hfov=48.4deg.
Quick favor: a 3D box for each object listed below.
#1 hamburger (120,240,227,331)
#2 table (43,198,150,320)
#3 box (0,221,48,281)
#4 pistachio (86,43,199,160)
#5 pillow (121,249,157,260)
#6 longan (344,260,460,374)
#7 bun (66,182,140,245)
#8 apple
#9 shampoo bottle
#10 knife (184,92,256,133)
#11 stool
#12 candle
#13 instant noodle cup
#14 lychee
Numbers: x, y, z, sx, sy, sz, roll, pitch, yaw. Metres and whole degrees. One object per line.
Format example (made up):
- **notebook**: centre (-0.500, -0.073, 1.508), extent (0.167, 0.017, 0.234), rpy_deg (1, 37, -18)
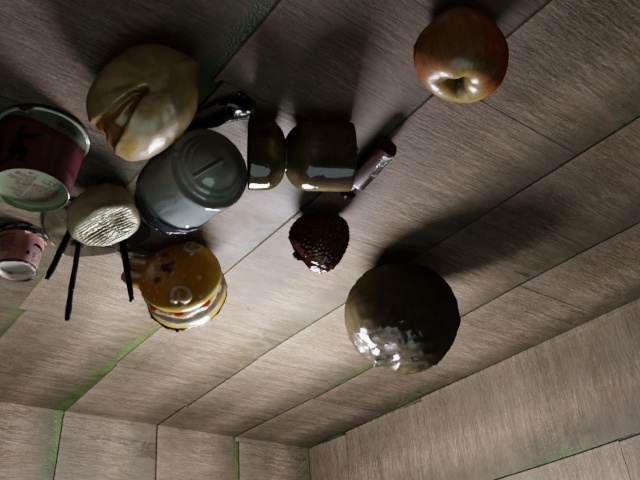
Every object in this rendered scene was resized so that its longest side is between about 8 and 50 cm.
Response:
- **hamburger**: centre (-0.453, 0.125, 2.225), extent (0.302, 0.261, 0.186), rpy_deg (12, 147, 17)
- **table**: centre (-0.667, 0.068, 2.096), extent (0.317, 0.249, 0.317), rpy_deg (-3, 148, -2)
- **box**: centre (-0.903, 0.039, 2.132), extent (0.151, 0.135, 0.151), rpy_deg (-4, 148, -3)
- **pistachio**: centre (-0.389, -0.307, 1.583), extent (0.230, 0.230, 0.309), rpy_deg (19, 145, -33)
- **pillow**: centre (-0.573, 0.090, 2.344), extent (0.130, 0.033, 0.217), rpy_deg (-5, 148, -4)
- **longan**: centre (0.270, 0.260, 2.399), extent (0.391, 0.391, 0.391), rpy_deg (-3, 148, -2)
- **bun**: centre (-0.607, -0.075, 1.973), extent (0.193, 0.128, 0.178), rpy_deg (-28, 144, -7)
- **apple**: centre (0.304, -0.404, 1.552), extent (0.209, 0.164, 0.209), rpy_deg (6, 153, 3)
- **shampoo bottle**: centre (0.125, -0.191, 1.957), extent (0.068, 0.067, 0.236), rpy_deg (22, 141, -20)
- **knife**: centre (-0.325, -0.275, 1.788), extent (0.365, 0.043, 0.089), rpy_deg (-19, 143, 23)
- **stool**: centre (-0.050, -0.213, 1.793), extent (0.264, 0.179, 0.179), rpy_deg (0, 148, -8)
- **candle**: centre (-0.311, -0.150, 1.771), extent (0.221, 0.221, 0.342), rpy_deg (19, 156, -32)
- **instant noodle cup**: centre (-0.699, -0.191, 1.750), extent (0.234, 0.178, 0.235), rpy_deg (-1, 147, -1)
- **lychee**: centre (-0.006, 0.001, 2.144), extent (0.194, 0.194, 0.194), rpy_deg (-3, 148, -2)
